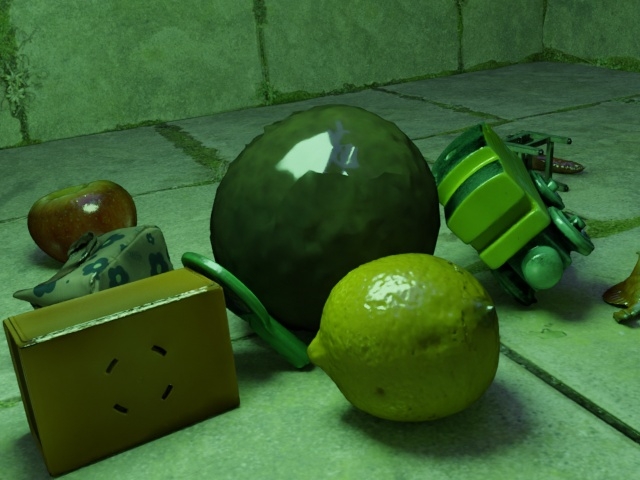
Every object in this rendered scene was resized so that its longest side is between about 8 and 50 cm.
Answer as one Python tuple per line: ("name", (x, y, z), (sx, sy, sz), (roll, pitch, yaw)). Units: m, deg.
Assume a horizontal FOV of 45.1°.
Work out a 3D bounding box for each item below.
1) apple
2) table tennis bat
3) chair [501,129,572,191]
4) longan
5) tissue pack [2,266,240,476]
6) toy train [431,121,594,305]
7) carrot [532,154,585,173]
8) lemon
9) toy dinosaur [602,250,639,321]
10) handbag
("apple", (-0.523, -0.034, 1.709), (0.235, 0.173, 0.210), (-3, 23, 31))
("table tennis bat", (-0.112, 0.106, 1.174), (0.039, 0.257, 0.160), (-53, 14, -18))
("chair", (0.478, -0.199, 1.942), (0.136, 0.147, 0.270), (-21, 27, -34))
("longan", (0.007, -0.036, 1.285), (0.391, 0.391, 0.391), (-4, 20, 2))
("tissue pack", (-0.274, 0.166, 1.074), (0.274, 0.194, 0.145), (-16, 23, -29))
("toy train", (0.332, -0.069, 1.410), (0.179, 0.272, 0.442), (-44, 11, 19))
("carrot", (0.607, -0.207, 2.076), (0.224, 0.057, 0.057), (17, 30, 37))
("lemon", (0.113, 0.129, 1.043), (0.253, 0.228, 0.228), (0, 21, 16))
("toy dinosaur", (0.541, 0.086, 1.324), (0.142, 0.057, 0.212), (-24, 9, 3))
("handbag", (-0.381, 0.094, 1.325), (0.193, 0.190, 0.251), (-9, 23, 21))
